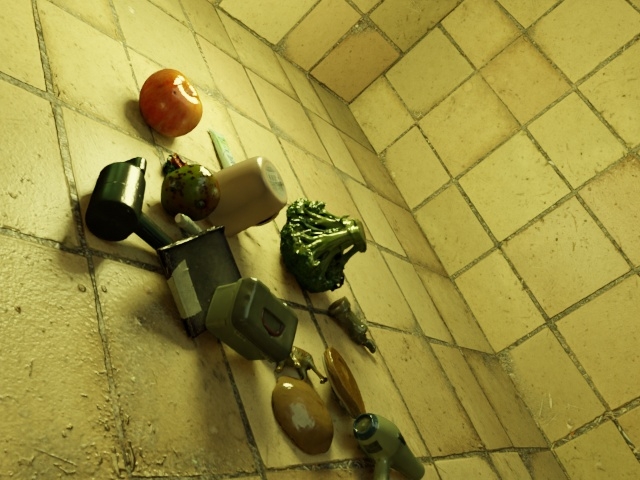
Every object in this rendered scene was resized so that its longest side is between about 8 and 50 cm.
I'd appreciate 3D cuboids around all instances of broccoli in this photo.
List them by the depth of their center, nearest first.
[{"bbox_3d":[0.000,0.000,1.923,0.304,0.284,0.321,32,45,-61],"label":"broccoli"}]

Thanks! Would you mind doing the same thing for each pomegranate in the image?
[{"bbox_3d":[-0.356,-0.134,1.621,0.159,0.159,0.205,35,-2,-34],"label":"pomegranate"}]

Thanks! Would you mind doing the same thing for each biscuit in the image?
[{"bbox_3d":[0.058,0.392,1.663,0.208,0.049,0.181,56,8,-27],"label":"biscuit"}]

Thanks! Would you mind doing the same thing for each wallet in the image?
[{"bbox_3d":[-0.279,0.091,1.449,0.262,0.072,0.220,-34,108,-66],"label":"wallet"}]

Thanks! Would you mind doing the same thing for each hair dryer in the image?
[{"bbox_3d":[-0.417,-0.053,1.452,0.302,0.116,0.244,50,19,-33],"label":"hair dryer"},{"bbox_3d":[0.196,0.624,1.591,0.296,0.119,0.298,32,44,-48],"label":"hair dryer"}]

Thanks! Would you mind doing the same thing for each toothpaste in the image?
[{"bbox_3d":[-0.321,-0.018,1.576,0.052,0.033,0.218,61,3,24],"label":"toothpaste"},{"bbox_3d":[-0.324,-0.285,2.058,0.075,0.048,0.296,24,30,-44],"label":"toothpaste"}]

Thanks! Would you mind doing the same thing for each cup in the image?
[{"bbox_3d":[-0.204,-0.123,1.779,0.253,0.201,0.191,44,28,-53],"label":"cup"}]

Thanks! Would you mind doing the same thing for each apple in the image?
[{"bbox_3d":[-0.458,-0.424,1.851,0.209,0.164,0.209,44,23,-24],"label":"apple"}]

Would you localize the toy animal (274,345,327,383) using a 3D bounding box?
[{"bbox_3d":[-0.064,0.316,1.584,0.241,0.057,0.099,33,28,-37],"label":"toy animal"}]

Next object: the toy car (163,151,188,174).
[{"bbox_3d":[-0.393,-0.192,1.756,0.143,0.054,0.073,42,21,-23],"label":"toy car"}]

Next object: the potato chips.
[{"bbox_3d":[-0.032,0.420,1.479,0.195,0.062,0.208,21,38,-48],"label":"potato chips"}]

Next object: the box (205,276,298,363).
[{"bbox_3d":[-0.160,0.193,1.420,0.210,0.129,0.148,49,41,-39],"label":"box"}]

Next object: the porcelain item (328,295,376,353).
[{"bbox_3d":[0.116,0.290,1.983,0.215,0.069,0.081,53,16,-8],"label":"porcelain item"}]
